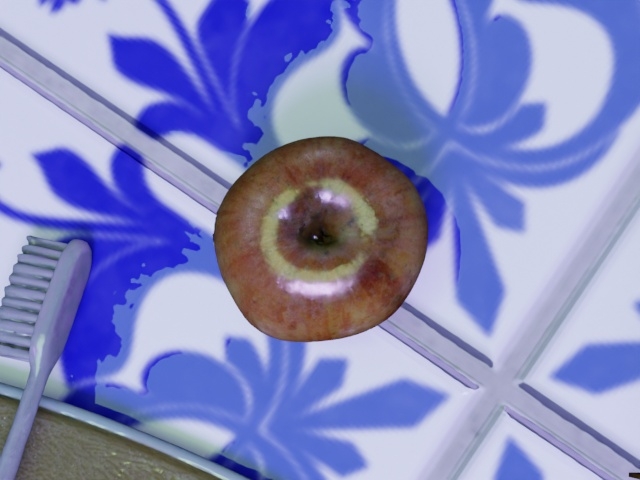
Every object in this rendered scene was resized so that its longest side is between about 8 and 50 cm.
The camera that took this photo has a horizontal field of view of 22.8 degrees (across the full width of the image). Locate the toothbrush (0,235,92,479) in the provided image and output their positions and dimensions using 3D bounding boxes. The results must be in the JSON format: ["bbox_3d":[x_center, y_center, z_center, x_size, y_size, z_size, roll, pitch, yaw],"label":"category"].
[{"bbox_3d":[-0.153,0.158,0.604,0.029,0.024,0.354,10,68,15],"label":"toothbrush"}]

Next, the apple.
[{"bbox_3d":[0.000,0.000,0.616,0.084,0.071,0.084,0,88,4],"label":"apple"}]

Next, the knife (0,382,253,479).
[{"bbox_3d":[-0.034,0.127,0.638,0.343,0.027,0.061,23,73,11],"label":"knife"}]

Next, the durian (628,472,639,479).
[{"bbox_3d":[0.269,0.154,0.410,0.348,0.347,0.384,-21,89,10],"label":"durian"}]
